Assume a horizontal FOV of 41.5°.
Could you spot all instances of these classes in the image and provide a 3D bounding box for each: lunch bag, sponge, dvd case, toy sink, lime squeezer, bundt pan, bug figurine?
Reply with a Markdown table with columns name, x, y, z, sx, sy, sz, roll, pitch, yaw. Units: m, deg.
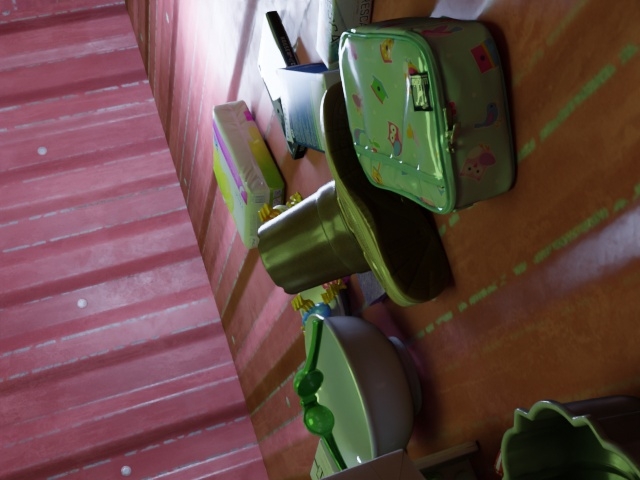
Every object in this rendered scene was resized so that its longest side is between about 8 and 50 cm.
| name | x | y | z | sx | sy | sz | roll | pitch | yaw |
| --- | --- | --- | --- | --- | --- | --- | --- | --- | --- |
| lunch bag | 0.120 | -0.153 | 1.024 | 0.279 | 0.108 | 0.224 | -142 | 40 | -64 |
| sponge | 0.072 | 0.003 | 1.463 | 0.117 | 0.031 | 0.210 | 120 | 132 | -69 |
| dvd case | -0.070 | -0.304 | 1.672 | 0.179 | 0.029 | 0.238 | 111 | 141 | -64 |
| toy sink | 0.168 | 0.417 | 1.294 | 0.234 | 0.153 | 0.131 | 107 | 145 | -60 |
| lime squeezer | 0.008 | 0.279 | 1.437 | 0.110 | 0.059 | 0.310 | -6 | 99 | 42 |
| bundt pan | 0.302 | 0.288 | 0.774 | 0.331 | 0.124 | 0.331 | 164 | 90 | -74 |
| bug figurine | -0.020 | 0.038 | 1.582 | 0.216 | 0.072 | 0.279 | -43 | 63 | 55 |

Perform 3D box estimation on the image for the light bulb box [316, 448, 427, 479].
| name | x | y | z | sx | sy | sz | roll | pitch | yaw |
| --- | --- | --- | --- | --- | --- | --- | --- | --- | --- |
| light bulb box | 0.073 | 0.541 | 1.093 | 0.358 | 0.225 | 0.361 | 49 | 134 | 38 |

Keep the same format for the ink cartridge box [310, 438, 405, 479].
| name | x | y | z | sx | sy | sz | roll | pitch | yaw |
| --- | --- | --- | --- | --- | --- | --- | --- | --- | --- |
| ink cartridge box | 0.069 | 0.434 | 1.644 | 0.203 | 0.148 | 0.086 | 99 | 150 | -56 |

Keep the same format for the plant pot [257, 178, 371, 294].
| name | x | y | z | sx | sy | sz | roll | pitch | yaw |
| --- | --- | --- | --- | --- | --- | --- | --- | --- | --- |
| plant pot | 0.000 | 0.000 | 1.339 | 0.167 | 0.165 | 0.167 | 50 | -155 | -33 |

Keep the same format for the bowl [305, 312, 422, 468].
| name | x | y | z | sx | sy | sz | roll | pitch | yaw |
| --- | --- | --- | --- | --- | --- | --- | --- | --- | --- |
| bowl | 0.085 | 0.252 | 1.455 | 0.298 | 0.134 | 0.298 | 166 | 90 | -73 |

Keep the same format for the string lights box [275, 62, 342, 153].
| name | x | y | z | sx | sy | sz | roll | pitch | yaw |
| --- | --- | --- | --- | --- | --- | --- | --- | --- | --- |
| string lights box | 0.004 | -0.223 | 1.409 | 0.260 | 0.077 | 0.133 | -146 | 44 | -66 |

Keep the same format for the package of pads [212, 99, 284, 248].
| name | x | y | z | sx | sy | sz | roll | pitch | yaw |
| --- | --- | --- | --- | --- | --- | --- | --- | --- | --- |
| package of pads | -0.181 | -0.155 | 2.048 | 0.229 | 0.101 | 0.296 | 98 | 153 | -52 |

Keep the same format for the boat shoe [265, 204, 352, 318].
| name | x | y | z | sx | sy | sz | roll | pitch | yaw |
| --- | --- | --- | --- | --- | --- | --- | --- | --- | --- |
| boat shoe | -0.002 | 0.068 | 1.704 | 0.112 | 0.095 | 0.335 | -42 | 62 | 32 |

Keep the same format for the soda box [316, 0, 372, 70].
| name | x | y | z | sx | sy | sz | roll | pitch | yaw |
| --- | --- | --- | --- | --- | --- | --- | --- | --- | --- |
| soda box | 0.036 | -0.339 | 1.224 | 0.183 | 0.063 | 0.058 | 94 | 156 | -48 |

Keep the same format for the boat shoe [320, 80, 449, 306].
| name | x | y | z | sx | sy | sz | roll | pitch | yaw |
| --- | --- | --- | --- | --- | --- | --- | --- | --- | --- |
| boat shoe | 0.075 | -0.064 | 1.230 | 0.110 | 0.122 | 0.341 | 139 | 114 | -71 |

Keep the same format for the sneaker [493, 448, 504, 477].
| name | x | y | z | sx | sy | sz | roll | pitch | yaw |
| --- | --- | --- | --- | --- | --- | --- | --- | --- | --- |
| sneaker | 0.260 | 0.319 | 1.088 | 0.067 | 0.042 | 0.118 | 149 | 113 | -69 |
